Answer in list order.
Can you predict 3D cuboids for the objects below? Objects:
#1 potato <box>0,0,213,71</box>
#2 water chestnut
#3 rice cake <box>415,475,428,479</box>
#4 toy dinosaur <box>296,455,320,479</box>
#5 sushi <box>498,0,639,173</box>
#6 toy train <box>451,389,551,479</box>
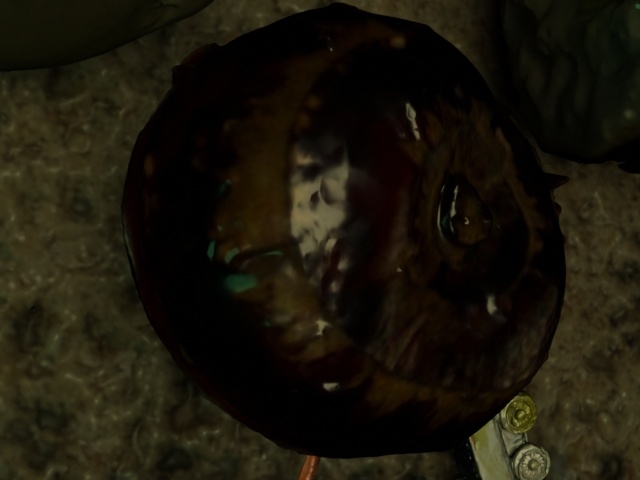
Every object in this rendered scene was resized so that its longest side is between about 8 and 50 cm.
[{"bbox_3d":[-0.178,-0.225,0.528,0.326,0.221,0.243,-10,91,-23],"label":"potato"},{"bbox_3d":[0.000,0.000,0.586,0.300,0.300,0.300,0,90,-19],"label":"water chestnut"},{"bbox_3d":[0.049,0.283,0.701,0.033,0.033,0.208,24,81,-7],"label":"rice cake"},{"bbox_3d":[-0.081,0.236,0.637,0.101,0.055,0.280,19,99,-25],"label":"toy dinosaur"},{"bbox_3d":[0.293,-0.192,0.655,0.294,0.299,0.281,-6,114,-17],"label":"sushi"},{"bbox_3d":[0.146,0.206,0.720,0.081,0.060,0.202,-17,94,-12],"label":"toy train"}]
